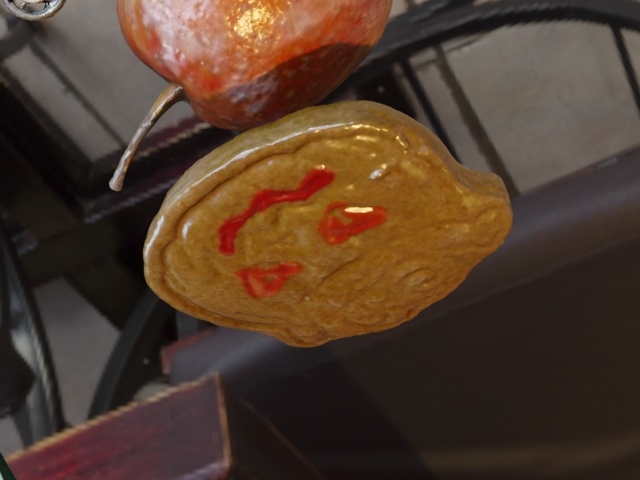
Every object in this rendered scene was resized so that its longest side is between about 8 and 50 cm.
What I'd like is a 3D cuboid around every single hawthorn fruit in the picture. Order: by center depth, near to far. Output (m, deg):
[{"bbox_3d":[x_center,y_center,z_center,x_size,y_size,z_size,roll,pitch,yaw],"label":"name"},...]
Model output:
[{"bbox_3d":[-0.054,-0.202,1.009,0.231,0.262,0.235,4,153,-2],"label":"hawthorn fruit"}]

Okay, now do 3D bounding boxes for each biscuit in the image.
[{"bbox_3d":[0.000,0.001,0.972,0.257,0.049,0.273,28,133,-34],"label":"biscuit"}]

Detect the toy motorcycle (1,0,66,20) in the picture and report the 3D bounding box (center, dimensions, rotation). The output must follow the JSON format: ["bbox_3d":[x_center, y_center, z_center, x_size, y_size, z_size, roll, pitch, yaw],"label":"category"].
[{"bbox_3d":[-0.318,-0.286,1.061,0.151,0.074,0.228,-22,110,-4],"label":"toy motorcycle"}]

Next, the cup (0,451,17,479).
[{"bbox_3d":[-0.451,0.337,1.378,0.236,0.148,0.134,-26,134,-11],"label":"cup"}]
